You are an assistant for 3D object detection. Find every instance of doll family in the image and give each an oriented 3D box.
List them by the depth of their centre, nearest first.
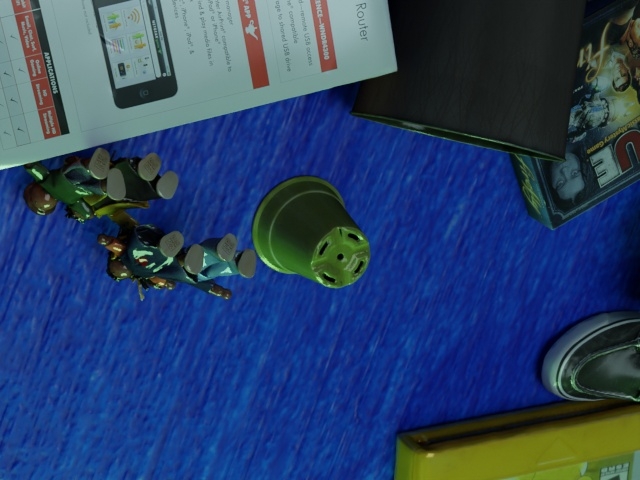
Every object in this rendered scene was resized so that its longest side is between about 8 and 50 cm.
[{"bbox_3d":[-0.136,-0.008,1.335,0.193,0.111,0.076,50,49,-21],"label":"doll family"}]

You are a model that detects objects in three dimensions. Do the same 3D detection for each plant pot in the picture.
[{"bbox_3d":[0.000,0.000,1.421,0.083,0.079,0.083,-10,113,-24],"label":"plant pot"}]

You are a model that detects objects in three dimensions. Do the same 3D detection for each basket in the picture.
[{"bbox_3d":[0.127,-0.186,1.357,0.154,0.204,0.227,12,93,-24],"label":"basket"}]

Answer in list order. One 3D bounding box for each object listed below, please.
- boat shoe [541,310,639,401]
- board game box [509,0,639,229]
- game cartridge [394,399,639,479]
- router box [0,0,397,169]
[{"bbox_3d":[0.304,0.105,1.625,0.219,0.070,0.078,-10,114,-24],"label":"boat shoe"},{"bbox_3d":[0.262,-0.138,1.523,0.243,0.042,0.165,-30,121,-14],"label":"board game box"},{"bbox_3d":[0.194,0.304,1.660,0.285,0.052,0.324,-8,112,-24],"label":"game cartridge"},{"bbox_3d":[-0.121,-0.243,1.230,0.301,0.082,0.335,-14,116,-11],"label":"router box"}]
